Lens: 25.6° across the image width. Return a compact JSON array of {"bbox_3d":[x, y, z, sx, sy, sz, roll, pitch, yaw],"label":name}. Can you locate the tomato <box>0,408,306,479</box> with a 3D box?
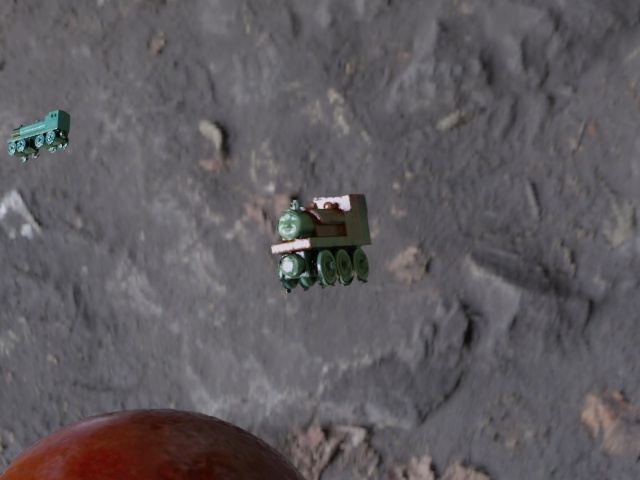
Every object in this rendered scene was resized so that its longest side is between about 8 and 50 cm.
[{"bbox_3d":[-0.105,0.268,1.012,0.289,0.176,0.335,36,49,-20],"label":"tomato"}]

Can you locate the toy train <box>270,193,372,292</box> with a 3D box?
[{"bbox_3d":[0.000,0.000,1.684,0.074,0.176,0.118,-11,85,28],"label":"toy train"}]

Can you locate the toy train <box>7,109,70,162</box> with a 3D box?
[{"bbox_3d":[-0.324,-0.120,1.612,0.092,0.029,0.045,-11,69,35],"label":"toy train"}]
